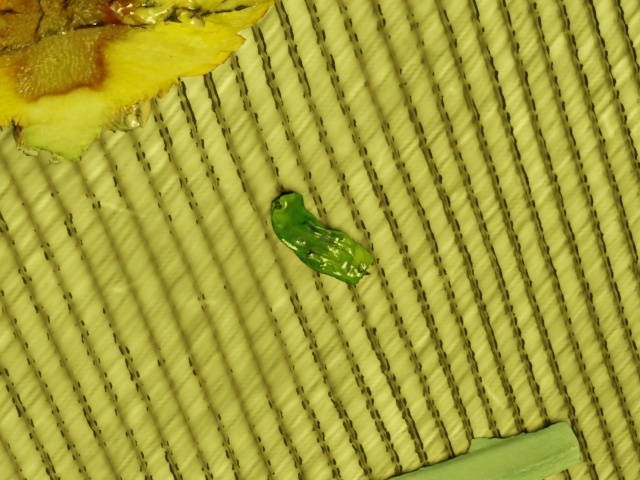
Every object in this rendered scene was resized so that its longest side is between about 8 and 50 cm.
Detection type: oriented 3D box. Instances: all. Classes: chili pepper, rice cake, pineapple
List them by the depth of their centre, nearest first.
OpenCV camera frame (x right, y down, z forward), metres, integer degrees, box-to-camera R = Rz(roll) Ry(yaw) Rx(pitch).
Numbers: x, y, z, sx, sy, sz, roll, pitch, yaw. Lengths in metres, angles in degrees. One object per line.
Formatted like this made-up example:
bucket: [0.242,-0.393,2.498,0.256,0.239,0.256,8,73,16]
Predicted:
pineapple: [-0.149,-0.137,1.134,0.250,0.140,0.164,-16,155,4]
chili pepper: [-0.001,0.000,1.259,0.091,0.034,0.030,40,60,-24]
rice cake: [0.100,0.170,1.346,0.180,0.042,0.030,-18,139,-11]
